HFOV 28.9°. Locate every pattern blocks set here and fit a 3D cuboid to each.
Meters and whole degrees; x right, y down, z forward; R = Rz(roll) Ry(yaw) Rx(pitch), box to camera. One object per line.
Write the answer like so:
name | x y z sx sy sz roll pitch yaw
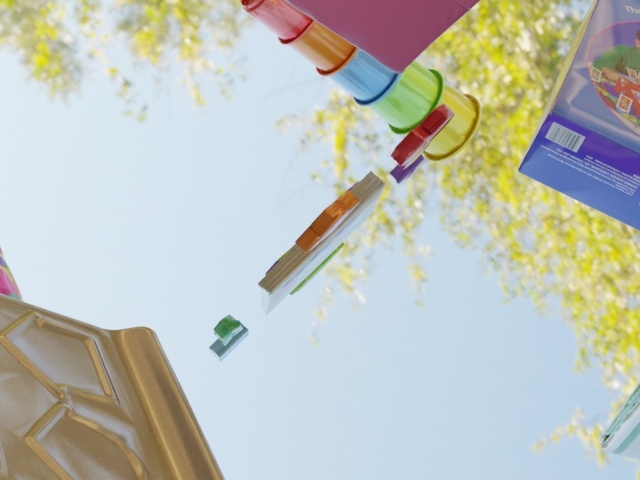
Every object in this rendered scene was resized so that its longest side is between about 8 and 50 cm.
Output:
pattern blocks set | 0.000 0.000 1.327 0.325 0.026 0.285 -43 174 -21

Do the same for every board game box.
board game box | 0.378 -0.081 1.134 0.347 0.078 0.233 27 -133 4

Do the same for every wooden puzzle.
wooden puzzle | -0.264 0.131 0.965 0.080 0.348 0.322 -63 -149 16

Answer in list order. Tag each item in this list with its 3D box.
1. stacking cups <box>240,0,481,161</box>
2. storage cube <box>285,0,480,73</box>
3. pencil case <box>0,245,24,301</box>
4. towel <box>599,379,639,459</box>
stacking cups | 0.051 -0.209 1.415 0.096 0.316 0.096 -32 -141 31
storage cube | 0.053 -0.294 1.057 0.184 0.193 0.215 -40 -146 35
pencil case | -0.387 0.052 1.388 0.104 0.104 0.236 -34 -121 8
towel | 0.483 0.200 1.328 0.325 0.248 0.038 6 -119 0
